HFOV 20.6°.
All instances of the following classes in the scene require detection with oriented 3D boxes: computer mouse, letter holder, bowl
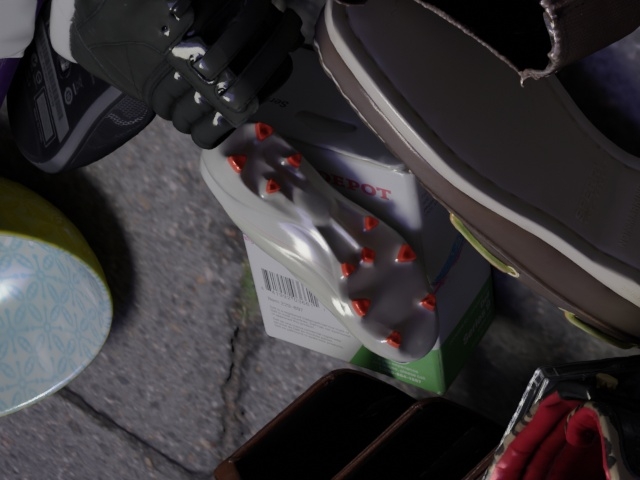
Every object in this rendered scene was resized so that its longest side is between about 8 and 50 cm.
[{"bbox_3d":[-0.137,-0.129,1.234,0.272,0.072,0.188,-29,70,53],"label":"computer mouse"},{"bbox_3d":[0.109,0.196,1.271,0.302,0.214,0.152,41,-171,-50],"label":"letter holder"},{"bbox_3d":[-0.335,0.023,1.520,0.289,0.289,0.156,99,158,-52],"label":"bowl"}]

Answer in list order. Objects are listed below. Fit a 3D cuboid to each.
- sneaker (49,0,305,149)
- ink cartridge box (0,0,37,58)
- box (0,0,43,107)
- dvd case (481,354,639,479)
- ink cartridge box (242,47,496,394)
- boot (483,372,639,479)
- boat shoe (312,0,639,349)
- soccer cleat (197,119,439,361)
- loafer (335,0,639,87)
[{"bbox_3d":[-0.073,-0.152,0.969,0.147,0.104,0.295,33,158,7],"label":"sneaker"},{"bbox_3d":[-0.261,-0.282,1.018,0.223,0.129,0.307,108,145,-53],"label":"ink cartridge box"},{"bbox_3d":[-0.325,-0.122,1.283,0.201,0.057,0.293,29,102,27],"label":"box"},{"bbox_3d":[0.165,0.165,1.156,0.018,0.165,0.221,50,130,39],"label":"dvd case"},{"bbox_3d":[0.029,-0.014,1.211,0.154,0.093,0.212,17,141,28],"label":"ink cartridge box"},{"bbox_3d":[0.278,0.133,0.985,0.284,0.138,0.377,6,159,-19],"label":"boot"},{"bbox_3d":[0.118,-0.040,1.062,0.324,0.116,0.097,35,149,-14],"label":"boat shoe"},{"bbox_3d":[0.000,0.000,1.125,0.196,0.068,0.076,47,159,-7],"label":"soccer cleat"},{"bbox_3d":[0.023,-0.208,0.961,0.366,0.130,0.134,29,145,17],"label":"loafer"}]
